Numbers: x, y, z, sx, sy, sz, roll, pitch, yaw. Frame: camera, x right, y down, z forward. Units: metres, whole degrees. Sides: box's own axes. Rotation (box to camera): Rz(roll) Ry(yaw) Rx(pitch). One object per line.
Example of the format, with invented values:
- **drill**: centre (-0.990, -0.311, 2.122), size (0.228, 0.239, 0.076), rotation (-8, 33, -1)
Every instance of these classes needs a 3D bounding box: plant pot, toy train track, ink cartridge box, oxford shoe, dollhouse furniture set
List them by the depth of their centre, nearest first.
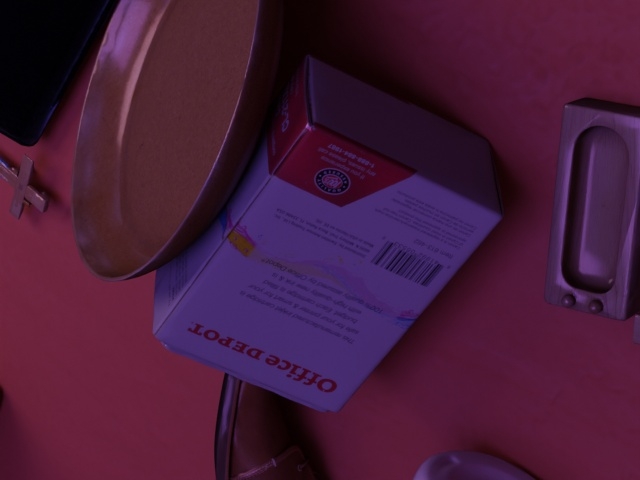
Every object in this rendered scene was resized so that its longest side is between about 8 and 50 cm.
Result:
- **dollhouse furniture set**: centre (0.172, -0.009, 1.014), size (0.151, 0.123, 0.144), rotation (14, 110, 30)
- **ink cartridge box**: centre (0.000, 0.000, 1.123), size (0.127, 0.072, 0.175), rotation (24, 124, -22)
- **plant pot**: centre (-0.081, -0.087, 1.147), size (0.236, 0.032, 0.236), rotation (-38, 44, 48)
- **oxford shoe**: centre (-0.031, 0.143, 1.234), size (0.076, 0.076, 0.212), rotation (2, 103, 2)
- **toy train track**: centre (-0.206, -0.047, 1.320), size (0.083, 0.014, 0.048), rotation (39, 127, 26)

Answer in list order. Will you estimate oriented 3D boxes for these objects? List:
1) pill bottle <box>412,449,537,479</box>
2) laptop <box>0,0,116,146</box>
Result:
- **pill bottle**: centre (0.071, 0.215, 1.157), size (0.094, 0.094, 0.169), rotation (33, 119, 22)
- **laptop**: centre (-0.259, -0.348, 1.267), size (0.382, 0.236, 0.408), rotation (-56, 41, 30)
